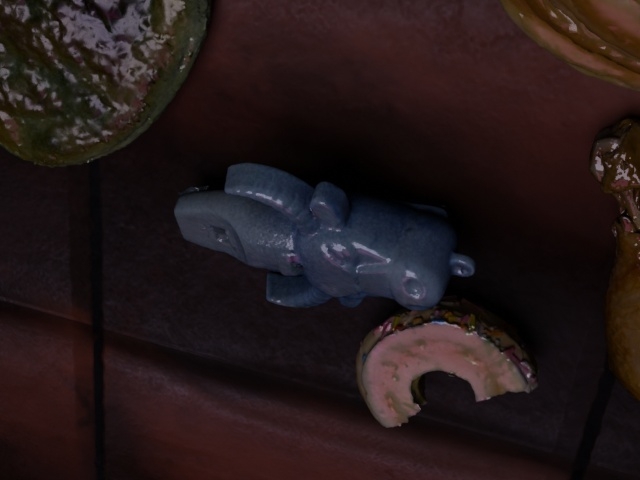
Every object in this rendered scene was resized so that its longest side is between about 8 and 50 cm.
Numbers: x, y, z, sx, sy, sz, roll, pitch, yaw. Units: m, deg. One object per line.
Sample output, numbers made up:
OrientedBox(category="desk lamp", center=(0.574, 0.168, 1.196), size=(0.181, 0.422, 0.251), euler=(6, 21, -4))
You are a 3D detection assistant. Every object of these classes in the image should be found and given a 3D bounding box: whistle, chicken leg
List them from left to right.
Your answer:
OrientedBox(category="whistle", center=(0.000, 0.000, 0.910), size=(0.269, 0.093, 0.180), euler=(7, 147, 18))
OrientedBox(category="chicken leg", center=(0.259, 0.026, 0.838), size=(0.107, 0.087, 0.251), euler=(-8, 112, 33))

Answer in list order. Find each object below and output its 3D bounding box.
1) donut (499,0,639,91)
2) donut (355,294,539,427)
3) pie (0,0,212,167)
OrientedBox(category="donut", center=(0.258, -0.276, 0.584), size=(0.449, 0.198, 0.449), euler=(7, 121, 12))
OrientedBox(category="donut", center=(0.102, 0.098, 0.948), size=(0.166, 0.065, 0.108), euler=(-18, 112, 29))
OrientedBox(category="pie", center=(-0.235, -0.210, 0.883), size=(0.323, 0.070, 0.323), euler=(8, 122, 14))
